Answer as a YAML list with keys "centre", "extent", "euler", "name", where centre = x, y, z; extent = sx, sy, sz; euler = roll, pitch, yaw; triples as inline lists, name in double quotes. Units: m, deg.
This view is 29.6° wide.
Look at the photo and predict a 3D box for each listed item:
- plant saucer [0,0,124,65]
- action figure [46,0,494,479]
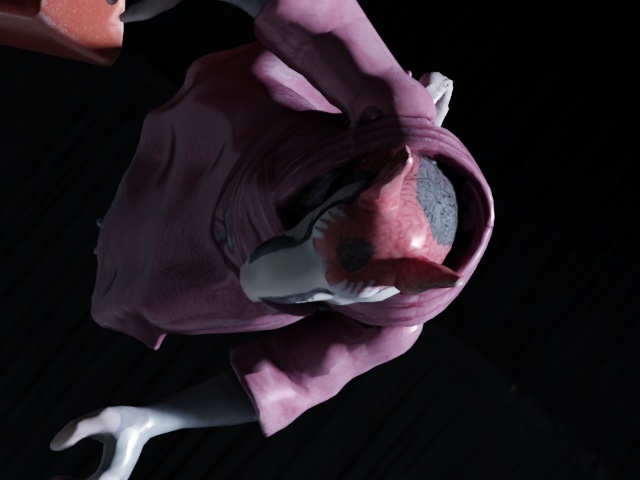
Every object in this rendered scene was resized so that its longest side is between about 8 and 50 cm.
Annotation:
- centre: [-0.230, -0.249, 0.717]
  extent: [0.258, 0.259, 0.047]
  euler: [15, 20, 23]
  name: "plant saucer"
- centre: [0.000, 0.000, 0.615]
  extent: [0.275, 0.248, 0.370]
  euler: [9, 3, -22]
  name: "action figure"
